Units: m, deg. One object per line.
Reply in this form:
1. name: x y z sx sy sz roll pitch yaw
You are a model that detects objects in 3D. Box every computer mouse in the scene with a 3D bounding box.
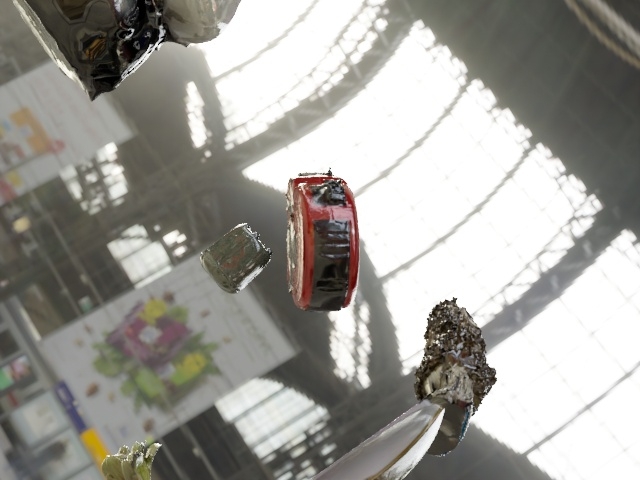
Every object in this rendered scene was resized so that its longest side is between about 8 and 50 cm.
1. computer mouse: 0.060 0.343 1.621 0.072 0.310 0.158 53 -14 21

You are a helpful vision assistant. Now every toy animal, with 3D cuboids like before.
1. toy animal: -0.226 -0.342 1.432 0.251 0.310 0.251 50 -12 15

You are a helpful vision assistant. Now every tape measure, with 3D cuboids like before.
1. tape measure: 0.000 0.001 2.030 0.260 0.113 0.253 -132 -138 -79

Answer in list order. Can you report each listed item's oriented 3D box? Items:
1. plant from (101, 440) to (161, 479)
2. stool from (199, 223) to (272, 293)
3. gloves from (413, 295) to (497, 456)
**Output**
1. plant: -0.331 0.553 2.083 0.297 0.306 0.261 29 14 9
2. stool: -0.145 0.031 1.942 0.096 0.110 0.096 47 -8 9
3. gloves: 0.237 0.235 1.988 0.312 0.135 0.210 -79 160 -46
